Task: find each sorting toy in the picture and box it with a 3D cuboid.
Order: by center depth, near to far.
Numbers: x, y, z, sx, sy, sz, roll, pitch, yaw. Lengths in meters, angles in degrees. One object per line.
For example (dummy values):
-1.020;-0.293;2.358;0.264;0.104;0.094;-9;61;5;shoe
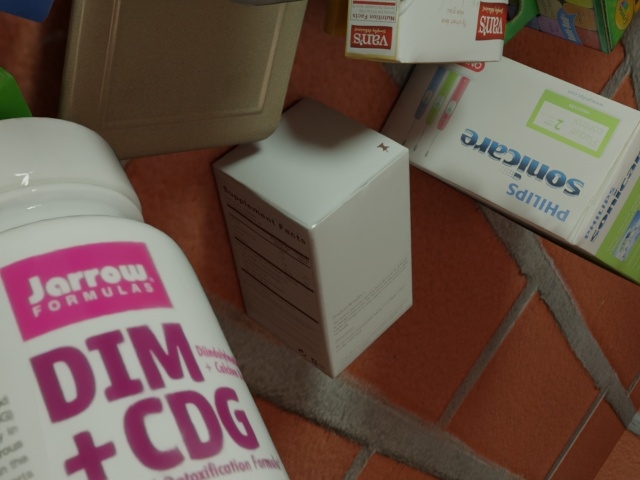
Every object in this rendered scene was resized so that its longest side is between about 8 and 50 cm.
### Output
-0.077;-0.142;0.546;0.347;0.047;0.196;-15;132;-48;sorting toy

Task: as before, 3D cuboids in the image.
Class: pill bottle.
-0.114;0.090;0.439;0.160;0.283;0.160;-24;156;-11;pill bottle

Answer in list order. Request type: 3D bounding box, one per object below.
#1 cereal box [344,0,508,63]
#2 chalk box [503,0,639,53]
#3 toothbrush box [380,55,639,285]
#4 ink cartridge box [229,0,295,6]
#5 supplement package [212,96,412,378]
0.085;-0.240;0.611;0.173;0.047;0.240;-18;115;-55;cereal box
0.200;-0.250;0.740;0.213;0.132;0.132;-57;150;-9;chalk box
0.216;-0.067;0.861;0.283;0.206;0.122;16;103;-57;toothbrush box
0.001;-0.227;0.405;0.092;0.160;0.219;-3;96;-50;ink cartridge box
0.000;0.000;0.715;0.105;0.105;0.179;-39;144;-27;supplement package
